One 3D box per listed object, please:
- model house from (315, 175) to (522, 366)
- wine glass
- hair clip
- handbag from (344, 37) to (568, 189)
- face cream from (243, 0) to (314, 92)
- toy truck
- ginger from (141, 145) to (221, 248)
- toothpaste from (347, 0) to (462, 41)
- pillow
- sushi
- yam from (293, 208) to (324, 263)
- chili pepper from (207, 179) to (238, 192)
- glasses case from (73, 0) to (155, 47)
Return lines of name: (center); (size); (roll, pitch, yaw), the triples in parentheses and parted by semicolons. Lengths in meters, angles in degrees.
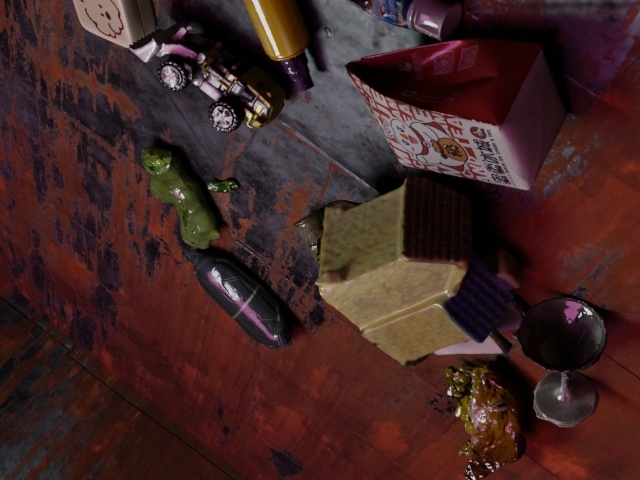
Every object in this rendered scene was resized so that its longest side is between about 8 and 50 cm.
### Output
model house: (0.182, 0.035, 1.675); (0.266, 0.261, 0.321); (-24, 132, 31)
wine glass: (0.426, 0.222, 1.692); (0.156, 0.156, 0.232); (22, 151, 29)
hair clip: (0.259, 0.171, 1.853); (0.085, 0.101, 0.331); (46, 152, -18)
handbag: (0.181, -0.196, 1.377); (0.298, 0.151, 0.171); (17, 159, 37)
face cream: (-0.069, -0.354, 1.544); (0.078, 0.078, 0.273); (13, 140, 39)
toy truck: (-0.193, -0.303, 1.710); (0.286, 0.136, 0.111); (36, 129, 3)
ginger: (-0.315, -0.094, 2.176); (0.137, 0.089, 0.290); (-12, 129, 33)
toothpaste: (0.080, -0.365, 1.394); (0.266, 0.061, 0.096); (33, 151, 25)
pillow: (-0.197, 0.141, 2.341); (0.335, 0.092, 0.161); (45, 154, -6)
sushi: (0.336, 0.365, 1.976); (0.179, 0.166, 0.296); (3, 145, 16)
yam: (0.000, 0.000, 1.949); (0.070, 0.069, 0.146); (4, 133, 47)
chili pepper: (-0.206, -0.116, 2.077); (0.091, 0.034, 0.030); (4, 101, 48)
glasses case: (-0.392, -0.506, 1.714); (0.144, 0.076, 0.336); (27, 147, 24)
